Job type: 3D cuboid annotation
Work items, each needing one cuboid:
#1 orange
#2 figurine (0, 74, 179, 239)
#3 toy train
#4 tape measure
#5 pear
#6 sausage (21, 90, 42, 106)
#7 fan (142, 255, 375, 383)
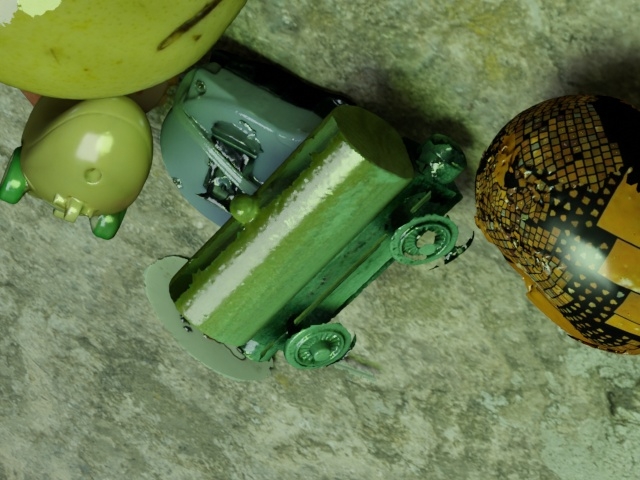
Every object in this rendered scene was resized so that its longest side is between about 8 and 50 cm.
[{"bbox_3d":[0.237,-0.013,1.605,0.234,0.182,0.234,58,179,2],"label":"orange"},{"bbox_3d":[-0.208,-0.120,1.857,0.124,0.222,0.324,24,175,-12],"label":"figurine"},{"bbox_3d":[0.001,0.006,1.797,0.307,0.189,0.126,-44,53,27],"label":"toy train"},{"bbox_3d":[-0.067,-0.089,1.891,0.182,0.107,0.181,24,136,16],"label":"tape measure"},{"bbox_3d":[-0.207,-0.269,1.638,0.309,0.309,0.309,24,142,20],"label":"pear"},{"bbox_3d":[-0.284,-0.167,2.032,0.169,0.065,0.065,50,144,-15],"label":"sausage"},{"bbox_3d":[-0.070,0.107,2.191,0.329,0.009,0.191,16,138,33],"label":"fan"}]
